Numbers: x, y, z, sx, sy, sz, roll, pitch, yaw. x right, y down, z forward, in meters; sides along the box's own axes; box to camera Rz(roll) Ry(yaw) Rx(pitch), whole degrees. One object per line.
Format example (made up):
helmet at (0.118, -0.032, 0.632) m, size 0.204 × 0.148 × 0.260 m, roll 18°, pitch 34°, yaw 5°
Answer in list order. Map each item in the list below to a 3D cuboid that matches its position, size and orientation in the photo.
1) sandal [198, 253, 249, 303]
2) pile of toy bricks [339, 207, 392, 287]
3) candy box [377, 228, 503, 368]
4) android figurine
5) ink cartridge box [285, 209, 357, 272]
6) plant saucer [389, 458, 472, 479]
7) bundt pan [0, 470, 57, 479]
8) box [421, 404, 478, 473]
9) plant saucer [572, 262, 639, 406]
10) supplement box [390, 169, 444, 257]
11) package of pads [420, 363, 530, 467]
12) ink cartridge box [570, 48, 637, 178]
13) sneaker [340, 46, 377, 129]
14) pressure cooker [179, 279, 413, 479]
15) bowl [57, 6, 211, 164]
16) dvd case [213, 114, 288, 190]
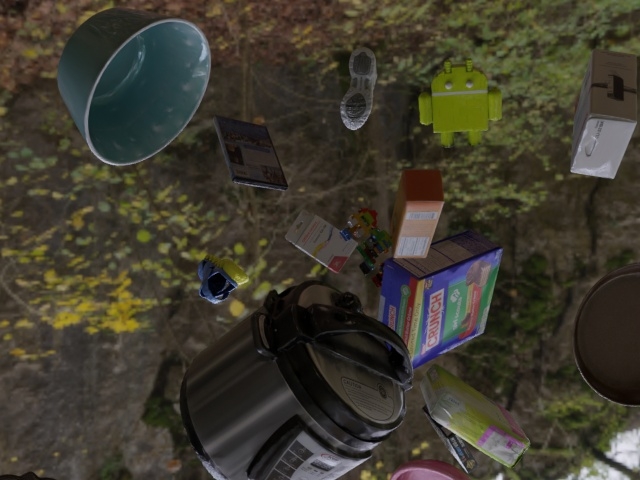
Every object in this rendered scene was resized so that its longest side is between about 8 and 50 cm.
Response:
sandal at (-0.349, 0.129, 2.379) m, size 0.126 × 0.138 × 0.317 m, roll 46°, pitch 164°, yaw -14°
pile of toy bricks at (0.149, 0.013, 1.886) m, size 0.105 × 0.212 × 0.118 m, roll -38°, pitch -177°, yaw -27°
candy box at (0.292, 0.145, 1.819) m, size 0.317 × 0.268 × 0.122 m, roll -17°, pitch -145°, yaw -36°
android figurine at (0.423, -0.416, 2.215) m, size 0.248 × 0.273 × 0.056 m, roll 1°, pitch -152°, yaw 12°
ink cartridge box at (0.000, 0.000, 2.250) m, size 0.198 × 0.115 × 0.067 m, roll 33°, pitch 176°, yaw -3°
plant saucer at (0.382, 0.825, 2.343) m, size 0.332 × 0.332 × 0.084 m, roll 2°, pitch -151°, yaw 31°
bundt pan at (-0.609, 0.646, 1.474) m, size 0.330 × 0.331 × 0.124 m, roll -2°, pitch 177°, yaw -38°
box at (0.452, 0.684, 2.548) m, size 0.051 × 0.220 × 0.175 m, roll -35°, pitch -148°, yaw -5°
plant saucer at (0.679, 0.198, 1.572) m, size 0.310 × 0.311 × 0.050 m, roll 0°, pitch -175°, yaw -6°
supplement box at (0.188, -0.048, 1.460) m, size 0.080 × 0.078 × 0.233 m, roll 0°, pitch 152°, yaw -4°
package of pads at (0.430, 0.494, 2.069) m, size 0.296 × 0.101 × 0.229 m, roll 33°, pitch -171°, yaw -6°
ink cartridge box at (0.718, -0.322, 1.859) m, size 0.114 × 0.273 × 0.197 m, roll 12°, pitch 142°, yaw 11°
sneaker at (0.122, -0.430, 2.078) m, size 0.090 × 0.232 × 0.115 m, roll 17°, pitch -160°, yaw 13°
pressure cooker at (-0.032, 0.285, 1.486) m, size 0.420 × 0.375 × 0.370 m, roll -37°, pitch 178°, yaw 22°
bowl at (-0.376, -0.319, 1.405) m, size 0.163 × 0.311 × 0.311 m, roll 38°, pitch -162°, yaw 19°
dvd case at (-0.204, -0.255, 2.130) m, size 0.180 × 0.253 × 0.022 m, roll 7°, pitch 138°, yaw -36°
